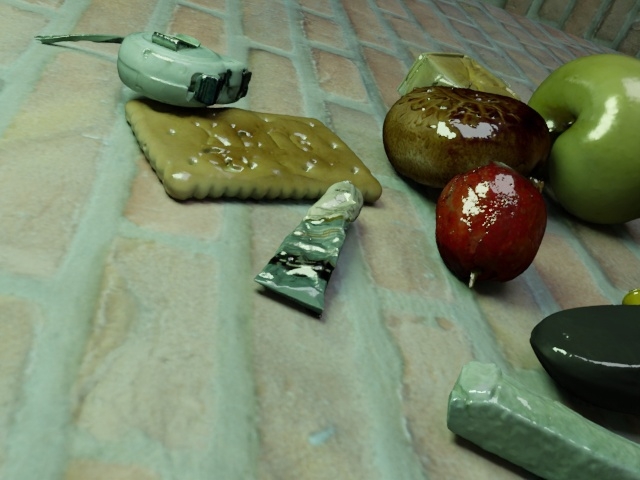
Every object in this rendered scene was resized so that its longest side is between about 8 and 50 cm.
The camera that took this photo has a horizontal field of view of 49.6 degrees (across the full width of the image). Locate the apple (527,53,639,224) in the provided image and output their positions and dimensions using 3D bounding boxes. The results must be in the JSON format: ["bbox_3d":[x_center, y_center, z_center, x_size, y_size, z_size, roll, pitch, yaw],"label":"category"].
[{"bbox_3d":[0.494,-0.172,1.204,0.254,0.292,0.292,13,31,-26],"label":"apple"}]

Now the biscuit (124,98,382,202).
[{"bbox_3d":[-0.086,-0.124,0.939,0.324,0.044,0.217,0,39,-34],"label":"biscuit"}]

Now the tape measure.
[{"bbox_3d":[-0.270,-0.265,0.952,0.330,0.084,0.164,22,18,9],"label":"tape measure"}]

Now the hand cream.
[{"bbox_3d":[0.000,0.001,0.808,0.075,0.052,0.248,6,33,16],"label":"hand cream"}]

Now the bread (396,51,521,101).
[{"bbox_3d":[0.275,-0.276,1.360,0.192,0.110,0.210,44,36,20],"label":"bread"}]

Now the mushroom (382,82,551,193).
[{"bbox_3d":[0.237,-0.153,1.086,0.278,0.163,0.297,33,30,17],"label":"mushroom"}]

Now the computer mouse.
[{"bbox_3d":[0.358,0.134,0.765,0.269,0.086,0.137,-3,26,-10],"label":"computer mouse"}]

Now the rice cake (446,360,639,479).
[{"bbox_3d":[0.212,0.181,0.634,0.206,0.063,0.069,26,24,3],"label":"rice cake"}]

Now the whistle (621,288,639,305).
[{"bbox_3d":[0.424,0.108,0.918,0.057,0.046,0.109,36,36,-6],"label":"whistle"}]

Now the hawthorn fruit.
[{"bbox_3d":[0.213,-0.009,0.886,0.148,0.148,0.172,19,57,-6],"label":"hawthorn fruit"}]
